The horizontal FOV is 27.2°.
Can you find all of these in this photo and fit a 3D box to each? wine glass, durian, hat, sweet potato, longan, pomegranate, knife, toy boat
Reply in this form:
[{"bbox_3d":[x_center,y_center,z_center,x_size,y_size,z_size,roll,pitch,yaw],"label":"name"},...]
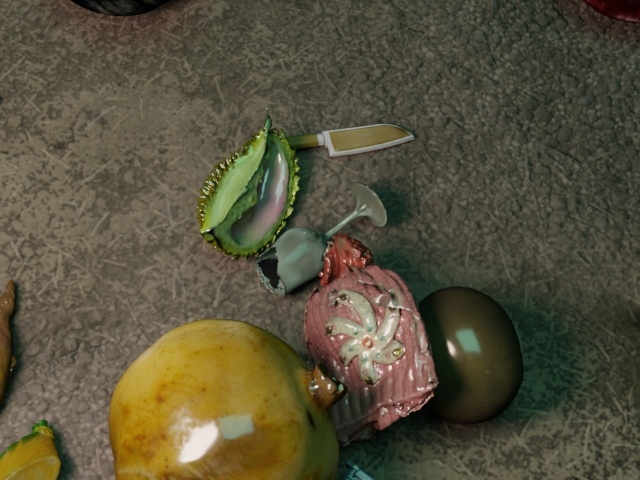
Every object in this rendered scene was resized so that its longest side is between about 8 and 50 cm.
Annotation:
[{"bbox_3d":[0.000,0.000,1.880,0.195,0.079,0.079,-37,72,-24],"label":"wine glass"},{"bbox_3d":[-0.109,-0.068,1.897,0.095,0.137,0.220,12,61,40],"label":"durian"},{"bbox_3d":[0.045,0.117,1.755,0.107,0.237,0.286,20,51,-42],"label":"hat"},{"bbox_3d":[-0.437,0.144,1.765,0.068,0.068,0.226,7,61,-3],"label":"sweet potato"},{"bbox_3d":[0.190,0.151,1.774,0.189,0.189,0.189,3,62,-5],"label":"longan"},{"bbox_3d":[-0.124,0.244,1.639,0.307,0.307,0.307,3,62,-5],"label":"pomegranate"},{"bbox_3d":[0.018,-0.145,1.990,0.256,0.022,0.046,-7,57,-15],"label":"knife"},{"bbox_3d":[-0.411,0.320,1.672,0.088,0.089,0.229,15,52,45],"label":"toy boat"}]

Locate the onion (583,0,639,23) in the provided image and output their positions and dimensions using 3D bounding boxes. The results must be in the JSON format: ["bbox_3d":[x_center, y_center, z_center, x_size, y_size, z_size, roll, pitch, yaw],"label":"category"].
[{"bbox_3d":[0.502,-0.475,2.081,0.273,0.285,0.273,0,97,4],"label":"onion"}]

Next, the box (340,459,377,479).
[{"bbox_3d":[0.052,0.328,1.706,0.074,0.099,0.054,33,79,12],"label":"box"}]

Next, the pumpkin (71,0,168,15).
[{"bbox_3d":[-0.288,-0.473,2.030,0.296,0.296,0.295,3,62,-5],"label":"pumpkin"}]
